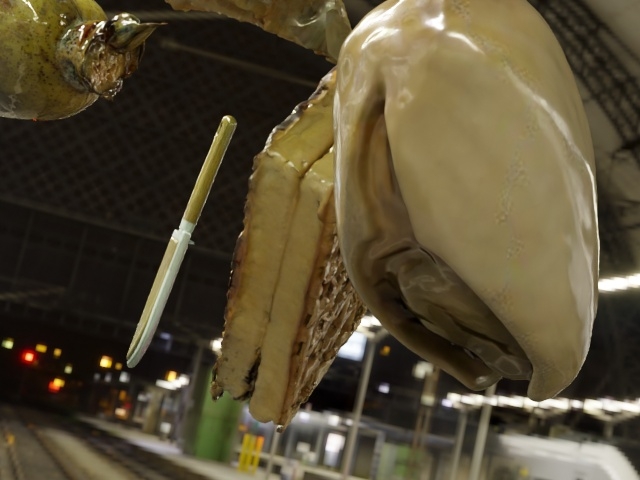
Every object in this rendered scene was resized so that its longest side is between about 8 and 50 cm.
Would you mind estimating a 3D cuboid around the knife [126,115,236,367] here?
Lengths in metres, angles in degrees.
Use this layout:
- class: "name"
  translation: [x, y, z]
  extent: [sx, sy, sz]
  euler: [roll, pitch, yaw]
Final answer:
- class: "knife"
  translation: [-0.175, 0.004, 1.457]
  extent: [0.027, 0.343, 0.061]
  euler: [21, 0, -20]

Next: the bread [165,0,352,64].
- class: "bread"
  translation: [-0.041, -0.186, 0.866]
  extent: [0.152, 0.127, 0.147]
  euler: [51, 1, -23]

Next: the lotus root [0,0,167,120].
- class: "lotus root"
  translation: [-0.269, -0.181, 1.070]
  extent: [0.278, 0.154, 0.154]
  euler: [16, -8, 26]

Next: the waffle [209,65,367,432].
- class: "waffle"
  translation: [0.001, 0.001, 1.022]
  extent: [0.091, 0.213, 0.308]
  euler: [25, -47, 12]

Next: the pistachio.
- class: "pistachio"
  translation: [0.080, -0.025, 0.606]
  extent: [0.153, 0.238, 0.137]
  euler: [-21, 20, -33]
